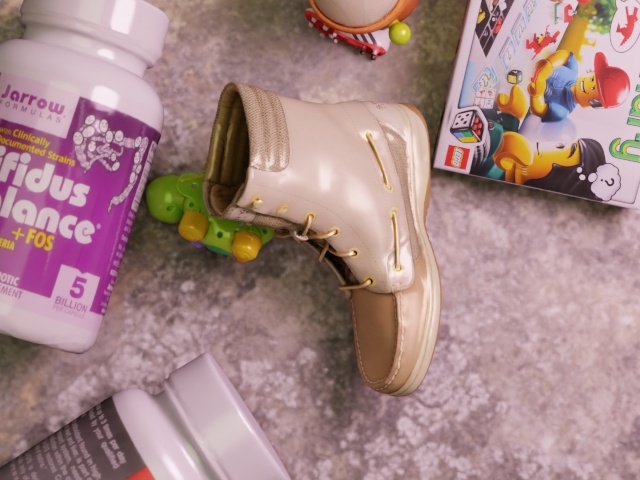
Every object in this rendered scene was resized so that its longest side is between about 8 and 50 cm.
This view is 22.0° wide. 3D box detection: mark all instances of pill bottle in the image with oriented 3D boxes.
[{"bbox_3d":[-0.231,-0.067,1.407,0.169,0.169,0.302,16,85,1],"label":"pill bottle"},{"bbox_3d":[-0.178,0.227,1.386,0.283,0.161,0.161,-33,86,-3],"label":"pill bottle"}]

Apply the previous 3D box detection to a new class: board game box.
[{"bbox_3d":[0.222,-0.191,1.427,0.193,0.053,0.305,11,109,0],"label":"board game box"}]

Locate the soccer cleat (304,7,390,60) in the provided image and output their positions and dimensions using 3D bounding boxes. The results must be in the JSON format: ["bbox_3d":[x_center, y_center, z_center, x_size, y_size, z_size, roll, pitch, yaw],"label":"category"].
[{"bbox_3d":[0.026,-0.195,1.494,0.083,0.029,0.036,26,76,-2],"label":"soccer cleat"}]

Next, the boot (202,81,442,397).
[{"bbox_3d":[0.000,0.000,1.395,0.203,0.095,0.262,6,79,-36],"label":"boot"}]

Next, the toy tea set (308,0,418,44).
[{"bbox_3d":[-0.031,-0.303,1.423,0.336,0.124,0.200,20,99,15],"label":"toy tea set"}]

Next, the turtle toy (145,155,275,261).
[{"bbox_3d":[-0.092,-0.028,1.457,0.130,0.066,0.095,19,62,4],"label":"turtle toy"}]
